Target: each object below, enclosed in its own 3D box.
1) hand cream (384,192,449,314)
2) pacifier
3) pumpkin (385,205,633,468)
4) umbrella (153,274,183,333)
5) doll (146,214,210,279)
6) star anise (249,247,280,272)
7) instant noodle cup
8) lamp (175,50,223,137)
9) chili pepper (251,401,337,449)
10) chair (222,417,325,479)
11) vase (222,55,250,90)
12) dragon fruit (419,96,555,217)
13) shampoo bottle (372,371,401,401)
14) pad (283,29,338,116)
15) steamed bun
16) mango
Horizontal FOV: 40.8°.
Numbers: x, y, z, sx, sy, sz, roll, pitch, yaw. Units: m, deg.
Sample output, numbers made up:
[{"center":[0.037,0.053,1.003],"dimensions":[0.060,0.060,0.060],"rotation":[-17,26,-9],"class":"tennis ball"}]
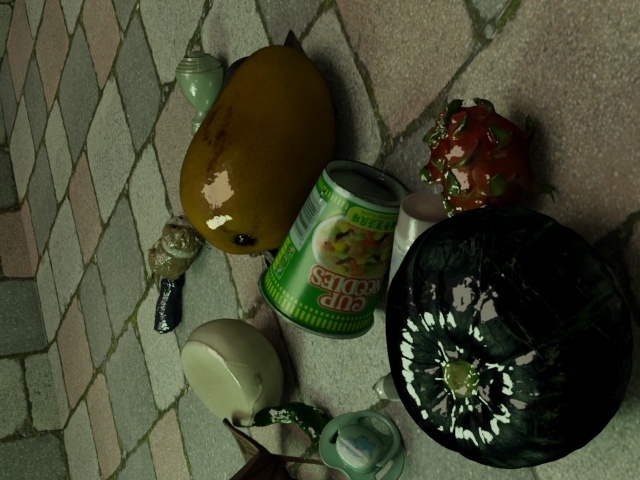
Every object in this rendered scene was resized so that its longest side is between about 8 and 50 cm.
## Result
[{"center":[0.148,0.054,1.284],"dimensions":[0.133,0.083,0.248],"rotation":[51,145,44],"class":"hand cream"},{"center":[0.076,0.351,1.427],"dimensions":[0.150,0.127,0.116],"rotation":[26,160,26],"class":"pacifier"},{"center":[0.222,0.105,1.012],"dimensions":[0.315,0.238,0.315],"rotation":[32,135,39],"class":"pumpkin"},{"center":[-0.373,0.118,2.166],"dimensions":[0.071,0.071,0.248],"rotation":[29,110,54],"class":"umbrella"},{"center":[-0.356,0.030,2.044],"dimensions":[0.221,0.105,0.115],"rotation":[-42,81,33],"class":"doll"},{"center":[-0.074,0.016,1.619],"dimensions":[0.231,0.089,0.209],"rotation":[-137,46,-60],"class":"star anise"},{"center":[0.030,0.003,1.360],"dimensions":[0.207,0.207,0.232],"rotation":[50,128,44],"class":"instant noodle cup"},{"center":[-0.261,-0.320,1.888],"dimensions":[0.106,0.106,0.193],"rotation":[28,127,55],"class":"lamp"},{"center":[-0.043,0.338,1.605],"dimensions":[0.182,0.050,0.073],"rotation":[11,73,36],"class":"chili pepper"},{"center":[-0.111,0.457,1.564],"dimensions":[0.326,0.183,0.175],"rotation":[3,123,47],"class":"chair"},{"center":[-0.138,-0.295,1.672],"dimensions":[0.183,0.120,0.120],"rotation":[-152,61,-73],"class":"vase"},{"center":[0.219,-0.074,1.102],"dimensions":[0.137,0.135,0.236],"rotation":[-15,102,59],"class":"dragon fruit"},{"center":[0.151,0.216,1.286],"dimensions":[0.192,0.074,0.074],"rotation":[-23,74,59],"class":"shampoo bottle"},{"center":[-0.041,-0.262,1.613],"dimensions":[0.235,0.003,0.158],"rotation":[63,142,32],"class":"pad"},{"center":[-0.163,0.256,1.734],"dimensions":[0.232,0.145,0.232],"rotation":[28,136,30],"class":"steamed bun"},{"center":[-0.100,-0.159,1.490],"dimensions":[0.264,0.221,0.378],"rotation":[9,79,39],"class":"mango"}]
